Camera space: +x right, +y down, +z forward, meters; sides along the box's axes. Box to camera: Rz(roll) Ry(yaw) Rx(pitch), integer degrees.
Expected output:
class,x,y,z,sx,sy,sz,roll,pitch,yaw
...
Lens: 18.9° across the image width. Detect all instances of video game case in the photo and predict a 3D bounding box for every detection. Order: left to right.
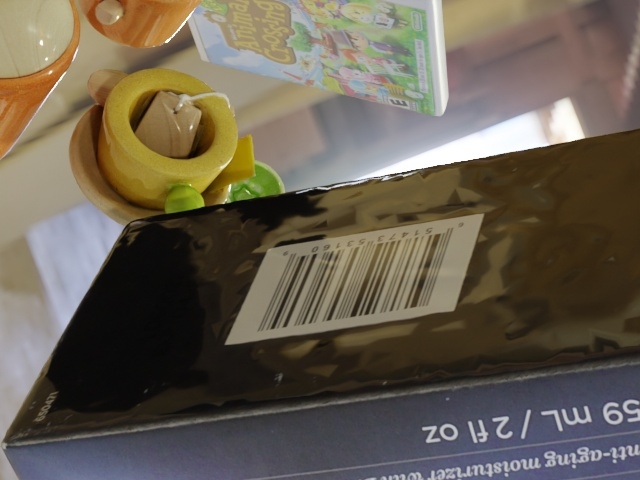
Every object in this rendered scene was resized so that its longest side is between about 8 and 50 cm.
class,x,y,z,sx,sy,sz,roll,pitch,yaw
video game case,-0.008,-0.157,1.359,0.212,0.193,0.023,74,32,-70

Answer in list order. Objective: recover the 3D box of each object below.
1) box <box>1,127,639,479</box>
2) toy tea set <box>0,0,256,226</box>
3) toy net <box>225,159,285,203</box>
class,x,y,z,sx,sy,sz,roll,pitch,yaw
box,0.070,0.134,0.848,0.183,0.296,0.294,-67,141,-53
toy tea set,-0.129,-0.167,0.989,0.124,0.200,0.336,123,-34,-49
toy net,0.000,0.000,1.950,0.045,0.232,0.122,134,-36,-56
